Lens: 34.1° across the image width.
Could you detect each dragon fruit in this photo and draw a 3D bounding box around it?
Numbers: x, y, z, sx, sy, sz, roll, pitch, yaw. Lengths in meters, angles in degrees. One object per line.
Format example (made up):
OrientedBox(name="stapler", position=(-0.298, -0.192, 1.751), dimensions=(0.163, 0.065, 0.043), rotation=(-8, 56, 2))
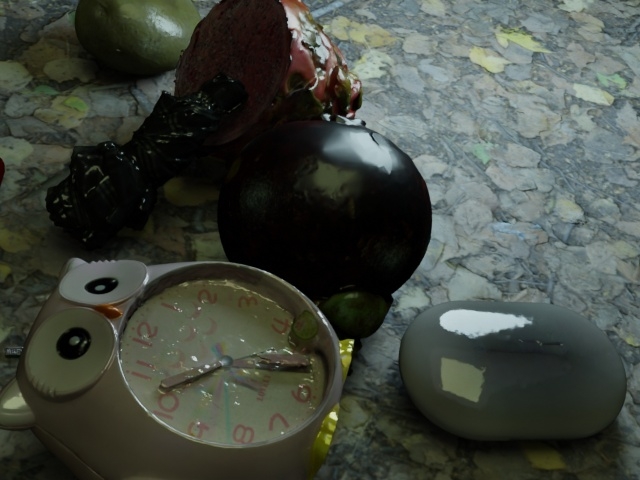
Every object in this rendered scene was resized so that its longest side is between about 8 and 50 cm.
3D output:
OrientedBox(name="dragon fruit", position=(-0.067, -0.239, 1.713), dimensions=(0.263, 0.314, 0.296), rotation=(17, 53, -45))

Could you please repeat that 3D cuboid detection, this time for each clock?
OrientedBox(name="clock", position=(-0.177, 0.187, 1.275), dimensions=(0.377, 0.250, 0.368), rotation=(18, 47, -3))

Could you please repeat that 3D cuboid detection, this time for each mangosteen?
OrientedBox(name="mangosteen", position=(0.000, 0.000, 1.481), dimensions=(0.306, 0.306, 0.359), rotation=(9, 87, -3))

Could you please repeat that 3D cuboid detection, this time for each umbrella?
OrientedBox(name="umbrella", position=(-0.265, -0.138, 1.550), dimensions=(0.154, 0.336, 0.128), rotation=(37, 4, -28))

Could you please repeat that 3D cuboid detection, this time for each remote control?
OrientedBox(name="remote control", position=(0.271, 0.180, 1.470), dimensions=(0.332, 0.103, 0.221), rotation=(1, 53, -10))

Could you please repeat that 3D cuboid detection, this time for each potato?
OrientedBox(name="potato", position=(-0.317, -0.379, 1.852), dimensions=(0.235, 0.160, 0.177), rotation=(-9, 87, -37))

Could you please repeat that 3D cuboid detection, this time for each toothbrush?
OrientedBox(name="toothbrush", position=(-0.348, 0.152, 1.435), dimensions=(0.167, 0.011, 0.014), rotation=(1, 52, -11))

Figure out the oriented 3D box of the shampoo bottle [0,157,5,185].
OrientedBox(name="shampoo bottle", position=(-0.542, -0.010, 1.506), dimensions=(0.118, 0.076, 0.314), rotation=(8, 46, -10))
